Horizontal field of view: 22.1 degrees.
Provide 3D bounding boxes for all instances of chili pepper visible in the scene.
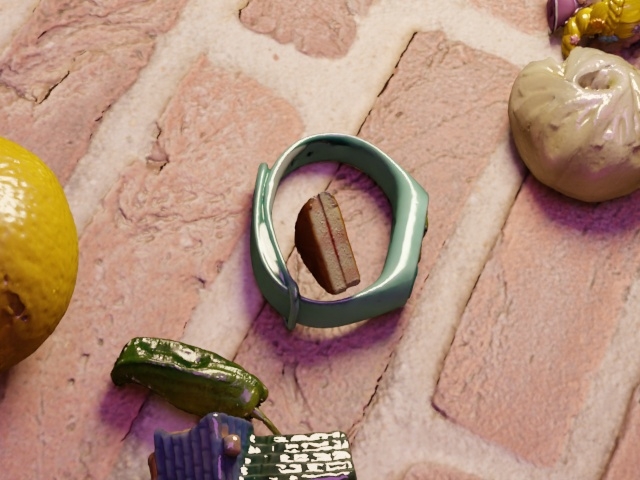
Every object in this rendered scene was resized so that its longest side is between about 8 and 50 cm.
[{"bbox_3d":[-0.108,0.149,1.655,0.204,0.073,0.072,22,45,2],"label":"chili pepper"}]

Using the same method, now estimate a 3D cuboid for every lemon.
[{"bbox_3d":[-0.349,0.008,1.603,0.228,0.228,0.253,13,58,-2],"label":"lemon"}]

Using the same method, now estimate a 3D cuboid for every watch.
[{"bbox_3d":[0.017,-0.008,1.765,0.195,0.068,0.237,12,58,-1],"label":"watch"}]

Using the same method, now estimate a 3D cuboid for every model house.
[{"bbox_3d":[-0.062,0.247,1.536,0.183,0.172,0.166,-3,67,-13],"label":"model house"}]

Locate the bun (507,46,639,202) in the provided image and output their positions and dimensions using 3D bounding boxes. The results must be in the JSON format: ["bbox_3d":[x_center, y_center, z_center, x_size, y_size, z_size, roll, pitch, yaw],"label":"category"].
[{"bbox_3d":[0.309,-0.147,1.863,0.178,0.128,0.193,-16,62,-17],"label":"bun"}]

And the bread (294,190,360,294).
[{"bbox_3d":[0.000,0.000,1.690,0.043,0.062,0.109,-24,107,-27],"label":"bread"}]

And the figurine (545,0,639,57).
[{"bbox_3d":[0.352,-0.268,1.964,0.156,0.095,0.115,-6,93,-3],"label":"figurine"}]
